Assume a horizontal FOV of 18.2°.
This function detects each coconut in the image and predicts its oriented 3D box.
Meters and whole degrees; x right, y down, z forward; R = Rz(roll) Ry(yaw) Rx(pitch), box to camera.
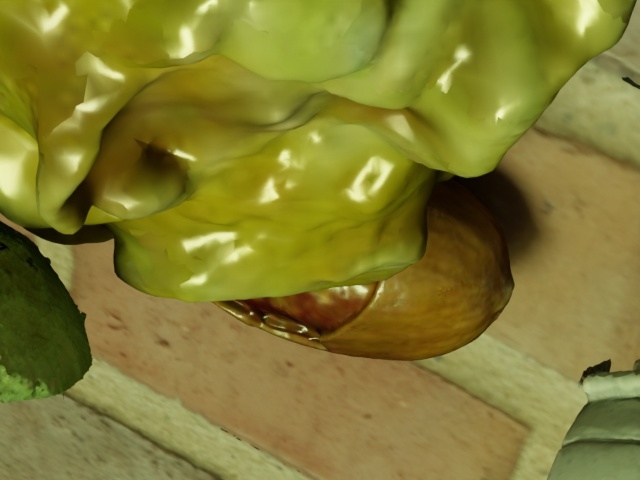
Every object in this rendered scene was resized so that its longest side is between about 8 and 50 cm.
[{"bbox_3d":[-0.152,0.014,0.850,0.158,0.055,0.133,32,-175,24],"label":"coconut"}]

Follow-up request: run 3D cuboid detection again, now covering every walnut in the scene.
[{"bbox_3d":[0.000,0.000,1.005,0.207,0.116,0.116,17,139,28],"label":"walnut"}]

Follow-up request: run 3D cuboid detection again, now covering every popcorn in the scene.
[{"bbox_3d":[-0.045,-0.125,0.819,0.292,0.294,0.334,-4,174,-8],"label":"popcorn"}]

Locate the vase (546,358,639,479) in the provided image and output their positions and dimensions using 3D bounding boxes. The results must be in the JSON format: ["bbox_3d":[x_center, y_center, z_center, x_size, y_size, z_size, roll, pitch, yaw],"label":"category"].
[{"bbox_3d":[0.319,0.168,0.848,0.445,0.250,0.250,4,133,30],"label":"vase"}]
